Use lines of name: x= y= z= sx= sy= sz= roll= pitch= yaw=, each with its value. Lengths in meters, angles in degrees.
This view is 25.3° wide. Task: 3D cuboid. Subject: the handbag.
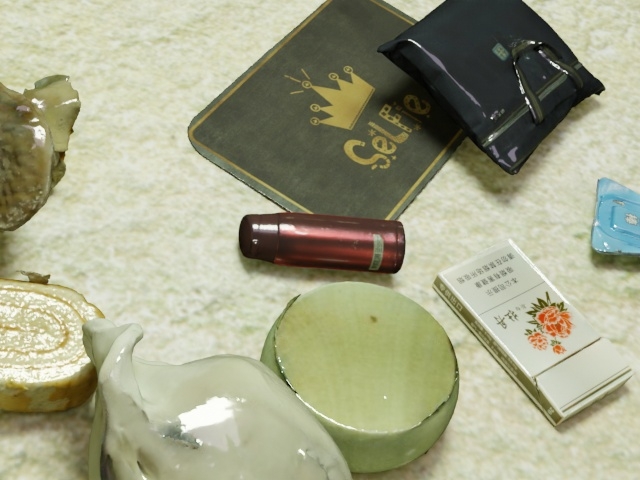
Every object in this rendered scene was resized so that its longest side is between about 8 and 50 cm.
handbag: x=0.202 y=-0.196 z=1.626 sx=0.211 sy=0.088 sz=0.254 roll=43 pitch=44 yaw=5

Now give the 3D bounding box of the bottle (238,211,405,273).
bottle: x=0.000 y=0.000 z=1.439 sx=0.164 sy=0.060 sz=0.060 roll=5 pitch=50 yaw=-14

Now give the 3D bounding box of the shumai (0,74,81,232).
shumai: x=-0.311 y=-0.086 z=1.369 sx=0.209 sy=0.161 sz=0.153 roll=7 pitch=10 yaw=28

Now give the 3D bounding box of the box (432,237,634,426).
box: x=0.216 y=0.089 z=1.453 sx=0.109 sy=0.029 sz=0.198 roll=-24 pitch=62 yaw=-33

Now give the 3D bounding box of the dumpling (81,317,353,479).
dumpling: x=-0.093 y=0.189 z=1.201 sx=0.318 sy=0.187 sz=0.243 roll=41 pitch=0 yaw=-26

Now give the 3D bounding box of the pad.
pad: x=0.073 y=-0.151 z=1.585 sx=0.315 sy=0.063 sz=0.375 roll=33 pitch=50 yaw=10

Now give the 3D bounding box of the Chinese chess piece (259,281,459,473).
Chinese chess piece: x=0.036 y=0.127 z=1.331 sx=0.188 sy=0.083 sz=0.188 roll=7 pitch=49 yaw=-8

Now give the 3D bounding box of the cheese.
cheese: x=0.416 y=0.006 z=1.573 sx=0.245 sy=0.052 sz=0.135 roll=18 pitch=46 yaw=-2

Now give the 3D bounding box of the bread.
bread: x=-0.263 y=0.092 z=1.263 sx=0.149 sy=0.073 sz=0.122 roll=5 pitch=52 yaw=-14
